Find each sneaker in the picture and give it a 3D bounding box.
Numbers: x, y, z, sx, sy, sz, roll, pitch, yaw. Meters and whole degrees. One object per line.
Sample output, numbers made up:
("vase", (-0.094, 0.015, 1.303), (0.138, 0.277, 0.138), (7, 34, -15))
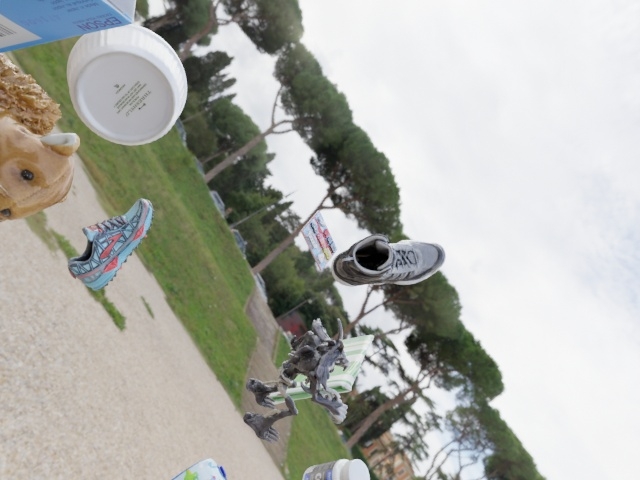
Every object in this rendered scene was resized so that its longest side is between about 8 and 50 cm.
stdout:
("sneaker", (0.163, 0.042, 1.068), (0.153, 0.268, 0.102), (113, -32, -75))
("sneaker", (-0.523, -0.009, 1.219), (0.125, 0.262, 0.104), (41, -19, -34))

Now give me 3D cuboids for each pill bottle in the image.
("pill bottle", (0.033, 0.510, 1.036), (0.137, 0.078, 0.078), (-32, -90, 35))

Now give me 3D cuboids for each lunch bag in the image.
("lunch bag", (-0.276, 0.571, 1.057), (0.090, 0.176, 0.219), (47, -28, 31))

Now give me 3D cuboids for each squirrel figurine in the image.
("squirrel figurine", (-0.605, -0.216, 0.863), (0.281, 0.370, 0.397), (-54, -159, 41))

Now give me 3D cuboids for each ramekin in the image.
("ramekin", (-0.446, -0.348, 1.131), (0.127, 0.272, 0.273), (-114, -178, -52))

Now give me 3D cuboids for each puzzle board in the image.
("puzzle board", (0.000, 0.000, 1.271), (0.011, 0.096, 0.128), (-6, -59, 36))

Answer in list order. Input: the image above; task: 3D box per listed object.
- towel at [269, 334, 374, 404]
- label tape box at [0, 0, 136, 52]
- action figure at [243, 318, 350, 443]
("towel", (0.013, 0.369, 1.424), (0.325, 0.247, 0.038), (-34, 107, -71))
("label tape box", (-0.307, -0.395, 0.527), (0.115, 0.248, 0.348), (31, 62, -63))
("action figure", (-0.022, 0.260, 0.922), (0.140, 0.275, 0.164), (30, 30, -31))
